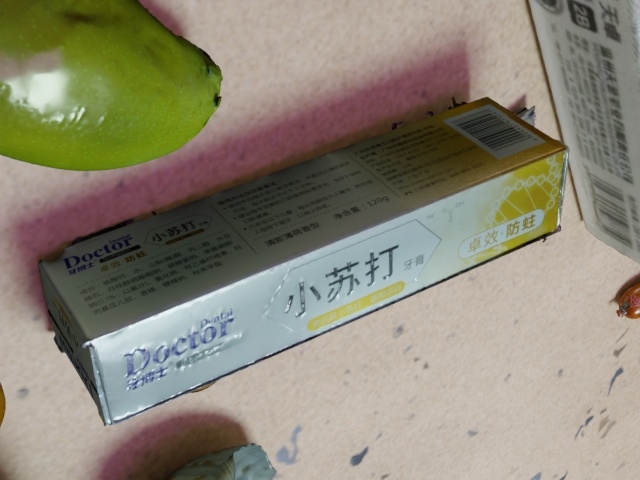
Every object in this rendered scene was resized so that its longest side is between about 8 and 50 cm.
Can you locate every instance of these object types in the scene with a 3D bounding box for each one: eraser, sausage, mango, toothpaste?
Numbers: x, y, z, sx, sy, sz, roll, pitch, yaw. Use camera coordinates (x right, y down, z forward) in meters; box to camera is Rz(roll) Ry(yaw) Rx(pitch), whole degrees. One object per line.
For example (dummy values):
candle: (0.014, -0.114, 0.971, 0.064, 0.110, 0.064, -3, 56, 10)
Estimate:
eraser: (0.209, -0.137, 0.665, 0.096, 0.098, 0.404, -41, 139, -11)
sausage: (0.318, 0.044, 0.943, 0.107, 0.031, 0.031, -27, 134, -23)
mango: (-0.108, -0.077, 0.456, 0.165, 0.074, 0.091, 7, 113, -43)
toothpaste: (0.000, 0.000, 0.584, 0.312, 0.089, 0.071, -21, 132, -24)

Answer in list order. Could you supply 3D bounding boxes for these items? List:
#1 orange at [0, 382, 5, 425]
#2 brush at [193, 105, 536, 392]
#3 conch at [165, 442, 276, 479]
orange: (-0.198, 0.088, 0.498, 0.085, 0.085, 0.085, -22, 132, -27)
brush: (0.031, 0.013, 0.686, 0.314, 0.017, 0.090, -32, 136, -17)
conch: (-0.083, 0.210, 0.665, 0.102, 0.153, 0.135, 0, 130, 7)
